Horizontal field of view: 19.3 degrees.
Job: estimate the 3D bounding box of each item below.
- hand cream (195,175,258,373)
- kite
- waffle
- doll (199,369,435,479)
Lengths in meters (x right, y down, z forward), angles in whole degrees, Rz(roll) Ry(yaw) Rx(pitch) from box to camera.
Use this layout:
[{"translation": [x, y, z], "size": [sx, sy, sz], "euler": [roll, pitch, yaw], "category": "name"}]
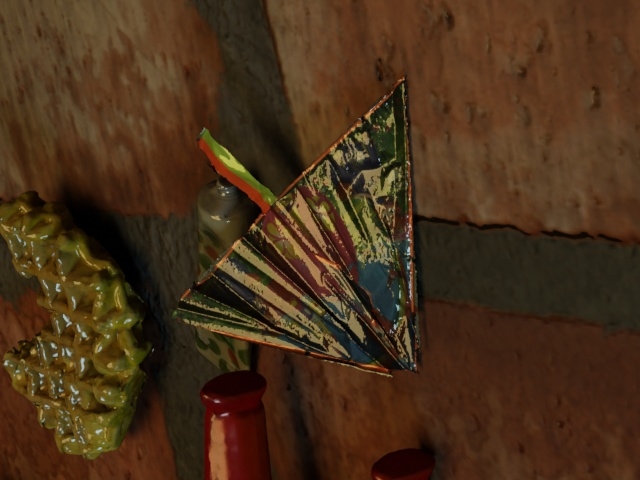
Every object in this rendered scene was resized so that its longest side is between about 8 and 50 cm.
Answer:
[{"translation": [-0.058, 0.025, 1.149], "size": [0.057, 0.037, 0.165], "euler": [40, 143, 32], "category": "hand cream"}, {"translation": [0.000, 0.000, 1.050], "size": [0.183, 0.014, 0.241], "euler": [45, 130, 6], "category": "kite"}, {"translation": [-0.172, 0.062, 1.293], "size": [0.149, 0.051, 0.194], "euler": [49, 146, 23], "category": "waffle"}, {"translation": [-0.028, 0.276, 1.151], "size": [0.188, 0.099, 0.384], "euler": [20, 116, 32], "category": "doll"}]
